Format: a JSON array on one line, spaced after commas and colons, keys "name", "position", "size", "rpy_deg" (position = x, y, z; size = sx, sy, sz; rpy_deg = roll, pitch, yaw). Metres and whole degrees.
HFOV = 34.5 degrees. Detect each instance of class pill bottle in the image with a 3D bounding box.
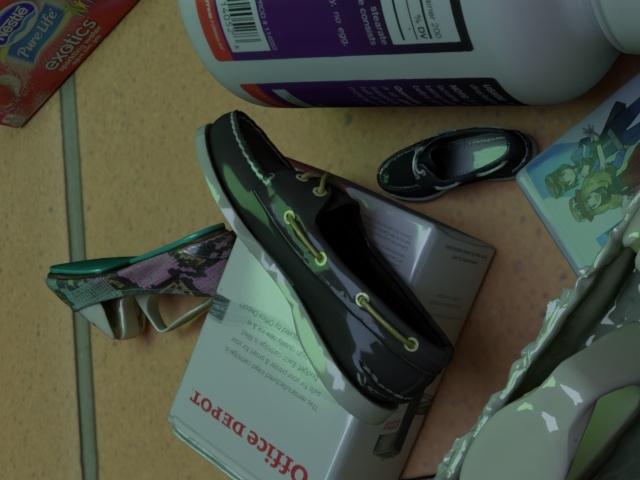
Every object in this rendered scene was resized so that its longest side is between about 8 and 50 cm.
[{"name": "pill bottle", "position": [0.073, -0.176, 0.657], "size": [0.323, 0.181, 0.181], "rpy_deg": [5, 85, 38]}]

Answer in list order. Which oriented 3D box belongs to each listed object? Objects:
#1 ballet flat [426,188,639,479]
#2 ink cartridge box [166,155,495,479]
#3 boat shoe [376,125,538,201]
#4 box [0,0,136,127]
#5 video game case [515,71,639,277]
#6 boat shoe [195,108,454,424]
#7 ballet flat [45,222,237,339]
[{"name": "ballet flat", "position": [0.176, 0.055, 0.519], "size": [0.147, 0.147, 0.409], "rpy_deg": [46, 114, 34]}, {"name": "ink cartridge box", "position": [0.003, 0.070, 0.726], "size": [0.158, 0.092, 0.218], "rpy_deg": [27, 97, 38]}, {"name": "boat shoe", "position": [0.087, -0.054, 0.716], "size": [0.125, 0.038, 0.046], "rpy_deg": [-3, 80, 38]}, {"name": "box", "position": [-0.283, -0.242, 0.986], "size": [0.257, 0.122, 0.128], "rpy_deg": [-39, 61, 27]}, {"name": "video game case", "position": [0.300, 0.001, 0.542], "size": [0.300, 0.036, 0.329], "rpy_deg": [-41, 60, 26]}, {"name": "boat shoe", "position": [0.000, 0.000, 0.637], "size": [0.069, 0.081, 0.228], "rpy_deg": [-41, 67, 20]}, {"name": "ballet flat", "position": [-0.151, 0.042, 0.872], "size": [0.221, 0.077, 0.079], "rpy_deg": [-12, 94, 36]}]
